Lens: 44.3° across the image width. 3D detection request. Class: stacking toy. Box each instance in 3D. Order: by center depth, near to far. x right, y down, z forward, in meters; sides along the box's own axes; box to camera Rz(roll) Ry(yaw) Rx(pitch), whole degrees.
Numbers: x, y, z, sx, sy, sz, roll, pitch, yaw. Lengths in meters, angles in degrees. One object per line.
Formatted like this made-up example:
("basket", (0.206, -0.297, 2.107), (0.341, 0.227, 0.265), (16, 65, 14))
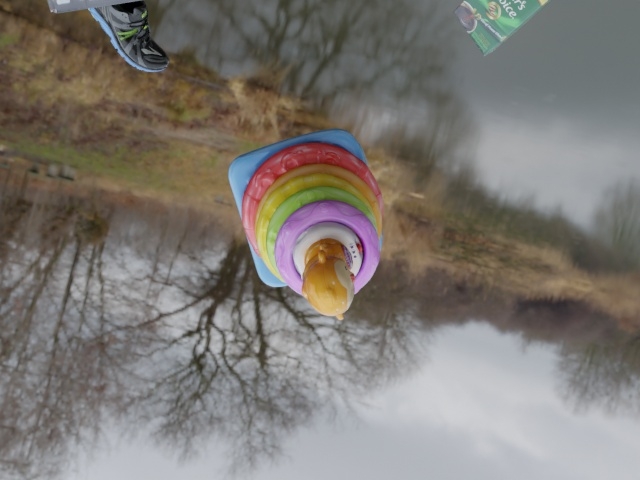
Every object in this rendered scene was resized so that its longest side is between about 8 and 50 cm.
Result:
("stacking toy", (0.000, 0.000, 0.809), (0.166, 0.175, 0.302), (-16, -162, 0))

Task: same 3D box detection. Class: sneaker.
("sneaker", (-0.313, -0.358, 1.310), (0.078, 0.067, 0.188), (-17, 131, 24))

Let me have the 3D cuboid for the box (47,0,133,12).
("box", (-0.231, -0.518, 1.123), (0.395, 0.318, 0.097), (-7, -154, 3))

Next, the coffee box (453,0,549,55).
("coffee box", (0.341, -0.444, 1.471), (0.040, 0.113, 0.184), (-34, 179, -35))
